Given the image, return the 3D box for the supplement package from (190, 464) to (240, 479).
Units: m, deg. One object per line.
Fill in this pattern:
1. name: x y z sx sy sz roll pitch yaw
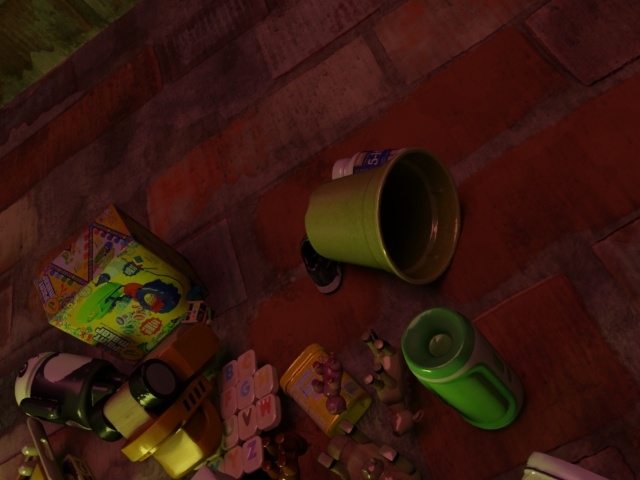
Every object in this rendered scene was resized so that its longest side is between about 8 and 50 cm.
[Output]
1. supplement package: -0.221 0.609 1.366 0.293 0.177 0.175 -51 46 -5

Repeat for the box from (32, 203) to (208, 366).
1. box: -0.493 0.117 1.812 0.279 0.290 0.177 -44 47 2

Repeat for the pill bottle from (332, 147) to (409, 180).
1. pill bottle: 0.127 -0.154 1.691 0.187 0.112 0.112 -1 60 34

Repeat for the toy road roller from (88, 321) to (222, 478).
1. toy road roller: -0.314 0.357 1.580 0.202 0.240 0.329 -39 4 25

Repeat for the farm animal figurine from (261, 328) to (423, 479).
1. farm animal figurine: 0.080 0.367 1.306 0.330 0.172 0.327 -43 42 0

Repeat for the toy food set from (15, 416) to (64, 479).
1. toy food set: -0.709 0.608 1.712 0.220 0.092 0.306 41 109 45

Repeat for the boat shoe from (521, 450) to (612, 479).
1. boat shoe: 0.442 0.443 1.051 0.367 0.136 0.156 14 69 43

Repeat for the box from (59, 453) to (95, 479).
1. box: -0.554 0.606 1.682 0.087 0.058 0.232 -51 47 -4

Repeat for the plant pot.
1. plant pot: 0.115 -0.046 1.542 0.254 0.276 0.276 -2 59 45

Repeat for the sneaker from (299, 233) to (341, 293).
1. sneaker: 0.000 0.000 1.677 0.078 0.106 0.234 -18 52 23

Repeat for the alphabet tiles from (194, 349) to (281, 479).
1. alphabet tiles: -0.193 0.383 1.564 0.284 0.021 0.278 -35 43 29

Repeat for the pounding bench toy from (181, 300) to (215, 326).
1. pounding bench toy: -0.289 0.183 1.790 0.083 0.052 0.065 -6 57 32

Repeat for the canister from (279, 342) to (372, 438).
1. canister: 0.011 0.309 1.484 0.126 0.073 0.170 -49 47 -2

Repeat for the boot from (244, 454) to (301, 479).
1. boot: -0.097 0.486 1.459 0.121 0.045 0.099 -29 51 15

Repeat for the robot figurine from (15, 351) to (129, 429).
1. robot figurine: -0.607 0.363 1.777 0.278 0.209 0.173 6 67 17

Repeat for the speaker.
1. speaker: 0.246 0.222 1.223 0.131 0.296 0.131 -18 52 24
